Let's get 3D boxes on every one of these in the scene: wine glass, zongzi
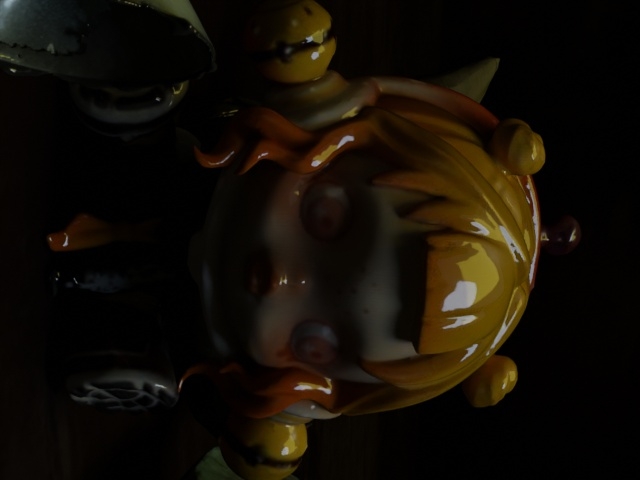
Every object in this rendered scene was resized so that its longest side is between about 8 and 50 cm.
[{"bbox_3d":[-0.111,-0.205,0.906,0.156,0.156,0.232,59,37,-75],"label":"wine glass"},{"bbox_3d":[0.027,0.007,1.528,0.317,0.154,0.289,-20,133,-33],"label":"zongzi"}]

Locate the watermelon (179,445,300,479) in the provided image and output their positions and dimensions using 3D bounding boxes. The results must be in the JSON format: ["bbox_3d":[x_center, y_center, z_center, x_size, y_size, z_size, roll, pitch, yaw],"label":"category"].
[{"bbox_3d":[-0.035,0.306,1.380,0.228,0.258,0.387,-64,-178,1],"label":"watermelon"}]

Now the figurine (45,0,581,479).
[{"bbox_3d":[-0.001,-0.002,1.160,0.196,0.323,0.320,-56,153,-68],"label":"figurine"}]
